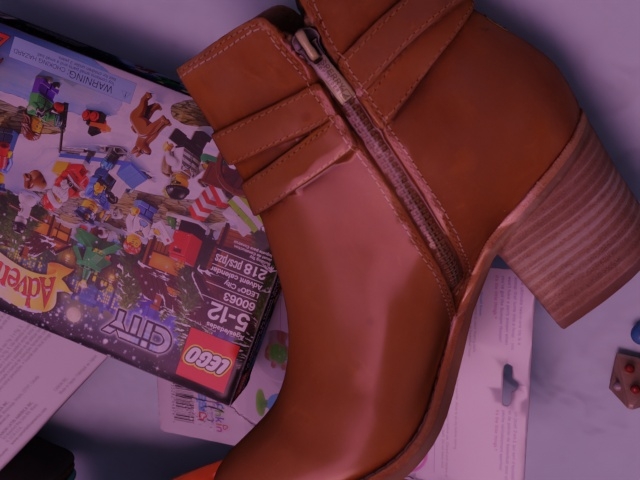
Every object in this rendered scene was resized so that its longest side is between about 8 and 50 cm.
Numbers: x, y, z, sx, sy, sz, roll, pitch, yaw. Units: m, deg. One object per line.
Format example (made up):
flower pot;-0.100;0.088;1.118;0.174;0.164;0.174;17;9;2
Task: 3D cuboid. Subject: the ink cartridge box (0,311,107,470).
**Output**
ink cartridge box;-0.283;0.059;0.783;0.232;0.066;0.189;37;118;-17

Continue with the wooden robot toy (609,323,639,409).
wooden robot toy;0.229;0.090;0.599;0.173;0.079;0.076;-9;122;32

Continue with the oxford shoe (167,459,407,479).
oxford shoe;-0.067;0.226;0.852;0.363;0.132;0.130;-6;80;16

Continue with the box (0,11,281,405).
box;-0.127;-0.023;0.652;0.233;0.044;0.159;21;103;6

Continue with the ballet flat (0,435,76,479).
ballet flat;-0.321;0.190;0.948;0.280;0.095;0.096;-20;104;37

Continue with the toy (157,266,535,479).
toy;0.012;0.065;0.691;0.237;0.056;0.137;5;107;17

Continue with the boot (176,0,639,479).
boot;0.000;0.000;0.565;0.283;0.109;0.220;-40;101;15
